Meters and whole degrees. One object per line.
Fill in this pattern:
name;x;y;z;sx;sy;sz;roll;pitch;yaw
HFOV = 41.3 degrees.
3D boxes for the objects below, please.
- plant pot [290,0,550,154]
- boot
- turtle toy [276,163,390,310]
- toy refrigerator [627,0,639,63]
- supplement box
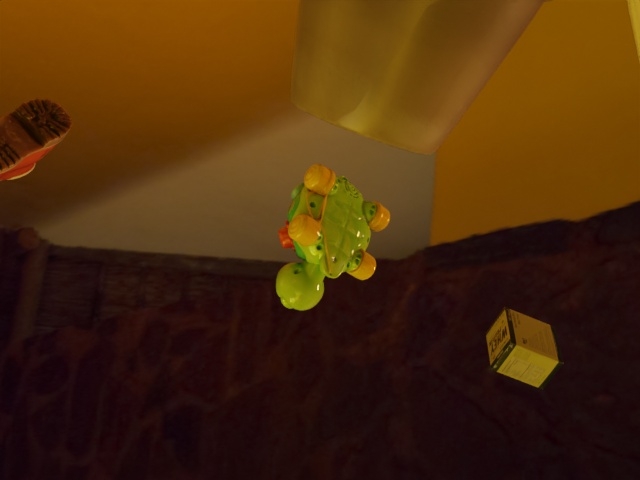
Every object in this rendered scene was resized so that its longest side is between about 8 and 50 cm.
plant pot;0.099;-0.265;1.009;0.323;0.323;0.280;8;-71;-41
boot;-0.308;-0.076;0.791;0.059;0.085;0.158;52;-146;1
turtle toy;0.000;0.000;0.747;0.095;0.066;0.130;33;-116;-33
toy refrigerator;0.241;-0.075;0.450;0.269;0.094;0.102;-3;-98;-60
supplement box;0.288;0.152;1.205;0.083;0.056;0.083;22;-148;-9
